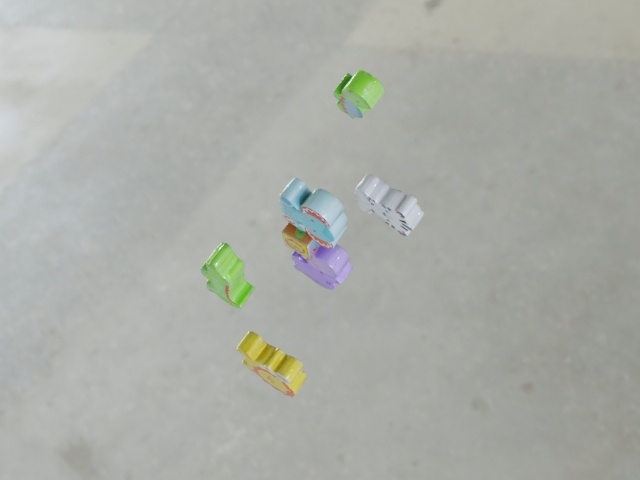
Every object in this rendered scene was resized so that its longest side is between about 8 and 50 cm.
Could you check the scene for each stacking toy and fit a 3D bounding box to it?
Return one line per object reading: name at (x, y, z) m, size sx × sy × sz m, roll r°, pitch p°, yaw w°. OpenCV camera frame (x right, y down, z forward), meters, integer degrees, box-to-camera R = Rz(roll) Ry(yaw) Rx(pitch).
stacking toy at (0.000, 0.000, 1.085) m, size 0.052 × 0.221 × 0.167 m, roll 30°, pitch 73°, yaw 18°
